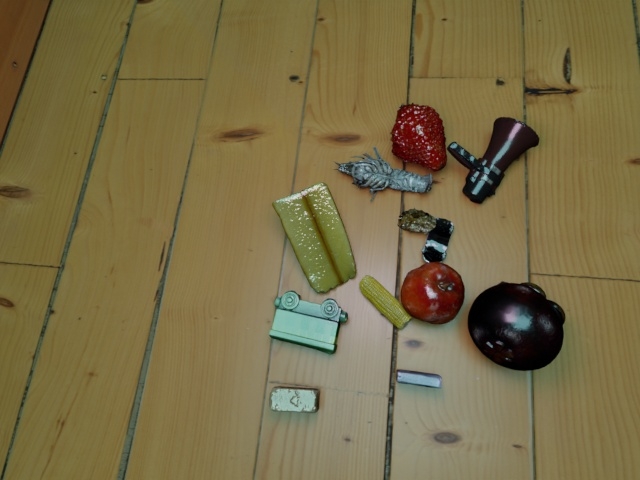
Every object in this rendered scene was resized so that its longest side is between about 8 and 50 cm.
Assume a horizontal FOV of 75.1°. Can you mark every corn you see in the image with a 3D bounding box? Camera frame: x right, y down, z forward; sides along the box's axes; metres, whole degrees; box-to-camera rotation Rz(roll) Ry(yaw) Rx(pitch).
[{"bbox_3d":[0.248,0.236,1.614,0.081,0.081,0.248,-43,73,-6],"label":"corn"}]

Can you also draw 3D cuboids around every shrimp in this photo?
[{"bbox_3d":[0.251,-0.267,1.729,0.410,0.166,0.222,12,95,-3],"label":"shrimp"}]

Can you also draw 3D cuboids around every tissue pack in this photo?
[{"bbox_3d":[0.353,0.500,1.505,0.156,0.112,0.051,5,76,9],"label":"tissue pack"}]

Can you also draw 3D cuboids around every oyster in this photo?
[{"bbox_3d":[0.388,-0.079,1.675,0.105,0.056,0.177,-49,44,-7],"label":"oyster"}]

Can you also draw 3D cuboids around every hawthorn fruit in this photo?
[{"bbox_3d":[0.419,0.180,1.505,0.241,0.272,0.242,1,73,-2],"label":"hawthorn fruit"}]

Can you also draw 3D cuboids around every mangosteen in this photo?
[{"bbox_3d":[0.688,0.280,1.449,0.307,0.307,0.347,43,54,17],"label":"mangosteen"}]

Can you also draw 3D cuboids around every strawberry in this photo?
[{"bbox_3d":[0.411,-0.423,1.689,0.257,0.261,0.261,19,77,26],"label":"strawberry"}]

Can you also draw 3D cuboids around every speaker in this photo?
[{"bbox_3d":[0.671,-0.335,1.648,0.329,0.259,0.198,-50,37,-3],"label":"speaker"}]

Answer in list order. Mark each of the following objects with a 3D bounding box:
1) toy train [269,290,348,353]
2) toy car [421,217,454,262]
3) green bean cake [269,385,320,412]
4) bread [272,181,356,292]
[{"bbox_3d":[-0.050,0.311,1.613,0.300,0.120,0.202,11,78,11],"label":"toy train"},{"bbox_3d":[0.466,0.004,1.663,0.095,0.056,0.205,17,75,14],"label":"toy car"},{"bbox_3d":[-0.093,0.588,1.543,0.179,0.109,0.085,0,74,9],"label":"green bean cake"},{"bbox_3d":[0.000,0.000,1.639,0.233,0.245,0.362,-24,68,0],"label":"bread"}]
